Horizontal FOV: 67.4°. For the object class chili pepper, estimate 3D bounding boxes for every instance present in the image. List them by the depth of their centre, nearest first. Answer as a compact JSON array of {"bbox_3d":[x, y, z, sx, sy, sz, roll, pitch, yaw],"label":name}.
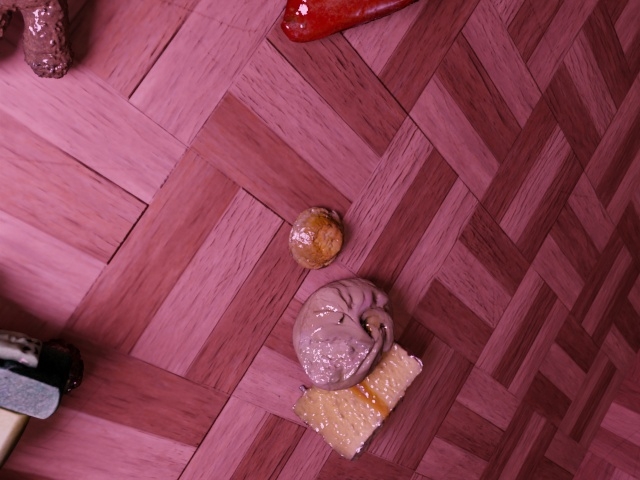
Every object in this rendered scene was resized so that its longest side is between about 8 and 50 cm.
[{"bbox_3d":[0.036,-0.421,0.791,0.252,0.136,0.144,-32,146,-15],"label":"chili pepper"}]

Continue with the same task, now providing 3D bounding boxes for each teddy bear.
[{"bbox_3d":[-0.338,-0.309,0.543,0.182,0.129,0.251,-1,104,-37],"label":"teddy bear"}]

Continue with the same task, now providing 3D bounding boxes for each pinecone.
[{"bbox_3d":[-0.383,0.185,0.691,0.077,0.077,0.083,-20,123,-29],"label":"pinecone"}]

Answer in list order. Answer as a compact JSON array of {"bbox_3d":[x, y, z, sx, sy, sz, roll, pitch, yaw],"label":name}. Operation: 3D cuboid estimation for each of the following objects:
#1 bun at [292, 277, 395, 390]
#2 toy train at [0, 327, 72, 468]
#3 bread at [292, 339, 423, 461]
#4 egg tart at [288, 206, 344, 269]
[{"bbox_3d":[0.055,0.181,0.942,0.210,0.116,0.237,36,69,-21],"label":"bun"},{"bbox_3d":[-0.479,0.232,0.555,0.253,0.160,0.397,31,86,-20],"label":"toy train"},{"bbox_3d":[0.088,0.319,1.038,0.266,0.178,0.142,-48,156,-11],"label":"bread"},{"bbox_3d":[0.000,0.000,0.916,0.128,0.049,0.129,-10,109,-30],"label":"egg tart"}]
